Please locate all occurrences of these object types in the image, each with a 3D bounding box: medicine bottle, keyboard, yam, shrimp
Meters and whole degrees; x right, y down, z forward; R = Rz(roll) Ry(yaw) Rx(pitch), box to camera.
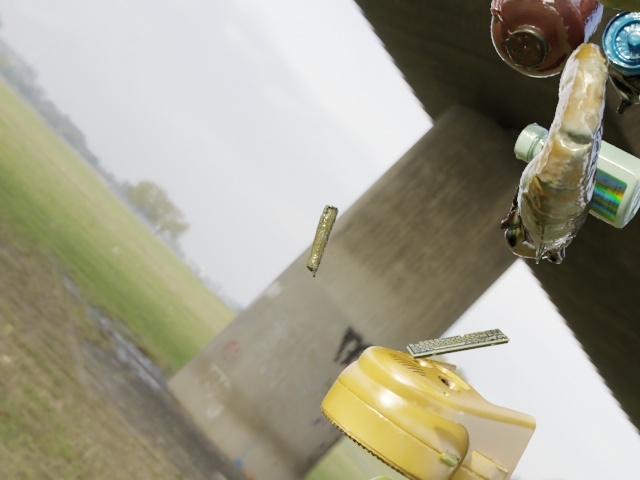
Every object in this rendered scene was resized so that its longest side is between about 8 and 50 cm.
[{"bbox_3d":[0.447,-0.125,1.855,0.229,0.083,0.121,33,-40,25],"label":"medicine bottle"},{"bbox_3d":[0.180,0.135,1.408,0.049,0.129,0.015,-138,-141,-83],"label":"keyboard"},{"bbox_3d":[0.000,0.000,1.894,0.027,0.129,0.033,15,-14,16],"label":"yam"},{"bbox_3d":[0.316,-0.093,1.443,0.110,0.221,0.445,12,-26,7],"label":"shrimp"}]

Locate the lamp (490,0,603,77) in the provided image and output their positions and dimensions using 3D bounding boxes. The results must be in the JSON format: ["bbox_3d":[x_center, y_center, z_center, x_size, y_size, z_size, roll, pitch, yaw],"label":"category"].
[{"bbox_3d":[0.391,-0.392,1.873,0.180,0.258,0.180,16,-48,19],"label":"lamp"}]

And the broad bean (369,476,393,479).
[{"bbox_3d":[0.108,0.443,1.888,0.083,0.063,0.045,-119,-165,-72],"label":"broad bean"}]

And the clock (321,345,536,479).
[{"bbox_3d":[0.150,0.277,1.669,0.244,0.200,0.317,28,-2,44],"label":"clock"}]

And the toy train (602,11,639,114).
[{"bbox_3d":[0.615,-0.302,1.728,0.265,0.300,0.188,43,6,23],"label":"toy train"}]

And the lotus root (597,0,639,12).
[{"bbox_3d":[0.360,-0.328,1.230,0.144,0.143,0.070,5,-22,25],"label":"lotus root"}]
